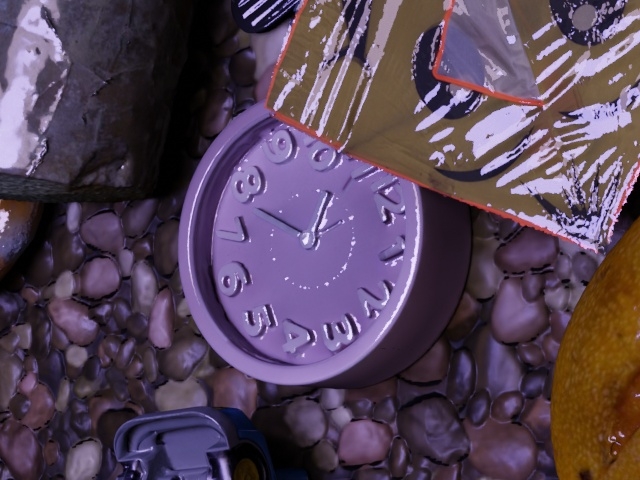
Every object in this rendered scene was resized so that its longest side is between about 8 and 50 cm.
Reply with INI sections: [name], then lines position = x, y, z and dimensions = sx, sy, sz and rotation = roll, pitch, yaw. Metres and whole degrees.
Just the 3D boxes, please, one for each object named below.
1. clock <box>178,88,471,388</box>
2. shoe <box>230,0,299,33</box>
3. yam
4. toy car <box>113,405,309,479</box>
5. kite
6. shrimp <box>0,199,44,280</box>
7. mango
[clock]
position = 0.000, 0.000, 0.970
dimensions = 0.197, 0.068, 0.197
rotation = -5, 80, 33
[shoe]
position = -0.015, -0.209, 1.019
dimensions = 0.159, 0.053, 0.062
rotation = -43, 59, 25
[yam]
position = -0.175, -0.149, 1.054
dimensions = 0.161, 0.161, 0.268
rotation = 15, 91, 34
[toy car]
position = -0.060, 0.196, 0.975
dimensions = 0.097, 0.100, 0.191
rotation = -12, 97, 32
[kite]
position = 0.116, -0.143, 0.863
dimensions = 0.377, 0.013, 0.328
rotation = -25, 70, 29
[shrimp]
position = -0.302, -0.048, 1.170
dimensions = 0.185, 0.068, 0.287
rotation = 33, 96, 20
[mango]
position = 0.224, 0.058, 0.778
dimensions = 0.295, 0.120, 0.177
rotation = -51, 64, 19
